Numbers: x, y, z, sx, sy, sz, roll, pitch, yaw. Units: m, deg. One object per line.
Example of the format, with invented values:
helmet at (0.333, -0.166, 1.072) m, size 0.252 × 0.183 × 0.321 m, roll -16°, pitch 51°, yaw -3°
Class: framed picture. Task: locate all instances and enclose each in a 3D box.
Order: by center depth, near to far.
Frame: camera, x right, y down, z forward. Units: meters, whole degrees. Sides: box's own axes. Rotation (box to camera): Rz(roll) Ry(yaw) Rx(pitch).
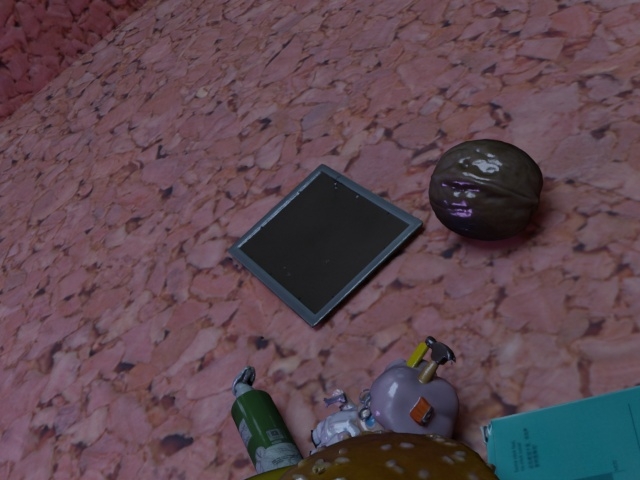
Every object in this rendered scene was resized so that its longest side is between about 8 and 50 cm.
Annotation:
framed picture at (0.000, 0.000, 1.344) m, size 0.232 × 0.019 × 0.296 m, roll -42°, pitch 38°, yaw -8°

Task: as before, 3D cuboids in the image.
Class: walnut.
walnut at (0.224, -0.070, 1.153) m, size 0.162 × 0.140 × 0.140 m, roll 15°, pitch 58°, yaw 28°

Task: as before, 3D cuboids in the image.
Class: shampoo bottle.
shampoo bottle at (-0.073, 0.247, 1.093) m, size 0.065 × 0.065 × 0.204 m, roll -36°, pitch 37°, yaw -1°

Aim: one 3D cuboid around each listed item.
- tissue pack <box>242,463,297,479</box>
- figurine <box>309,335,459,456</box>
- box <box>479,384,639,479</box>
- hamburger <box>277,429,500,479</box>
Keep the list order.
tissue pack at (-0.059, 0.329, 0.943) m, size 0.178 × 0.127 × 0.123 m, roll -24°, pitch 36°, yaw 14°
figurine at (0.080, 0.210, 0.986) m, size 0.229 × 0.112 × 0.137 m, roll -32°, pitch 27°, yaw 26°
box at (0.318, 0.239, 0.755) m, size 0.311 × 0.118 × 0.205 m, roll -19°, pitch 37°, yaw 20°
hamburger at (0.019, 0.329, 0.657) m, size 0.287 × 0.268 × 0.445 m, roll 7°, pitch 30°, yaw -12°
